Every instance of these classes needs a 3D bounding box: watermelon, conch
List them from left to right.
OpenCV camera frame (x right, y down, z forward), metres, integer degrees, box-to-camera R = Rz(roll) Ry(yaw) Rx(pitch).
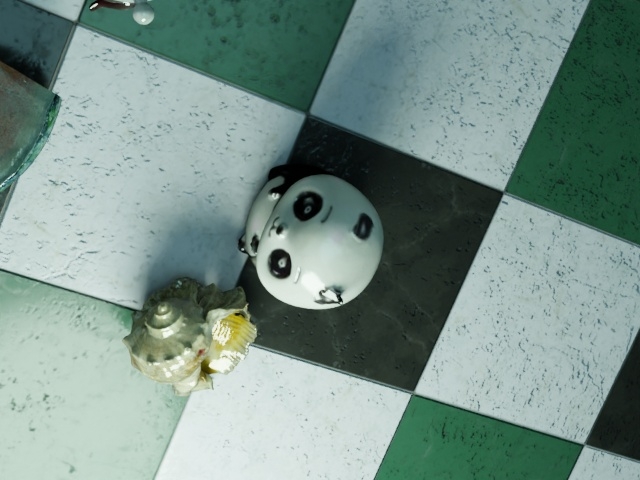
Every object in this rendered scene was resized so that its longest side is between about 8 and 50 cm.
[{"bbox_3d":[-0.479,-0.148,1.545,0.318,0.148,0.226,-19,95,2],"label":"watermelon"},{"bbox_3d":[-0.179,0.142,1.713,0.178,0.163,0.245,-13,142,2],"label":"conch"}]

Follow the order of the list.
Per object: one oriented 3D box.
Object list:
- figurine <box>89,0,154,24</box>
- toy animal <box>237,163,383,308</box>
[{"bbox_3d":[-0.239,-0.457,1.492,0.281,0.167,0.370,-5,104,-33],"label":"figurine"},{"bbox_3d":[-0.008,-0.003,1.683,0.165,0.235,0.187,20,99,-17],"label":"toy animal"}]
